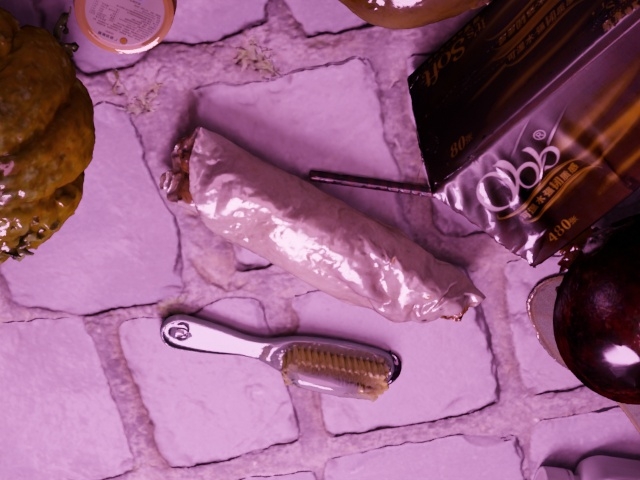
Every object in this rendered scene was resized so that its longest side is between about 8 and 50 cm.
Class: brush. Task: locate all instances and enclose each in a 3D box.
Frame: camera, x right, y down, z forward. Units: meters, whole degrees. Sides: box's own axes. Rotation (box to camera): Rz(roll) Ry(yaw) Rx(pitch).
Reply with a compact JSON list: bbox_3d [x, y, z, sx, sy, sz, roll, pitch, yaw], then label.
[{"bbox_3d":[-0.045,0.145,2.013,0.297,0.060,0.068,12,126,-12],"label":"brush"}]

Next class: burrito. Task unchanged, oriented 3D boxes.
[{"bbox_3d":[0.000,0.000,1.905,0.392,0.076,0.117,28,129,-19],"label":"burrito"}]

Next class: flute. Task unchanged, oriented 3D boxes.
[{"bbox_3d":[0.117,-0.054,1.908,0.269,0.014,0.014,8,125,-9],"label":"flute"}]

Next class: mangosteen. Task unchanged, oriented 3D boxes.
[{"bbox_3d":[0.340,0.049,1.893,0.261,0.235,0.235,47,118,14],"label":"mangosteen"}]

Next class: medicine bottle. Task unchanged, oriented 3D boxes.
[{"bbox_3d":[0.362,0.329,2.162,0.183,0.069,0.119,10,126,-9],"label":"medicine bottle"}]

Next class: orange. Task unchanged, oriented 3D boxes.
[{"bbox_3d":[-0.379,-0.104,1.718,0.301,0.223,0.300,12,123,-8],"label":"orange"}]

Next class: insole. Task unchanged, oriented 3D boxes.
[{"bbox_3d":[0.368,0.155,2.074,0.119,0.009,0.348,-33,121,18],"label":"insole"}]

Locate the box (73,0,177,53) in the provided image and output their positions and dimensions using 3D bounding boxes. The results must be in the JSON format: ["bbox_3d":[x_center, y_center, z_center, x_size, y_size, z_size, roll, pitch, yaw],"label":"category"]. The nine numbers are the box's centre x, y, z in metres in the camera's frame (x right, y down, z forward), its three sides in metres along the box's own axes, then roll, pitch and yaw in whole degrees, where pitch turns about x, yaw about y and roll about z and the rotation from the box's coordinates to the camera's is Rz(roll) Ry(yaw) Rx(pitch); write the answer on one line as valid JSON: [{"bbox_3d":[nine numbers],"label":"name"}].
[{"bbox_3d":[-0.199,-0.242,1.743,0.105,0.037,0.105,-1,125,-2],"label":"box"}]

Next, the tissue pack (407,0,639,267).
[{"bbox_3d":[0.276,-0.166,1.712,0.198,0.210,0.370,30,123,-32],"label":"tissue pack"}]

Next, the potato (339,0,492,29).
[{"bbox_3d":[0.127,-0.318,1.618,0.307,0.173,0.210,-31,110,25],"label":"potato"}]
